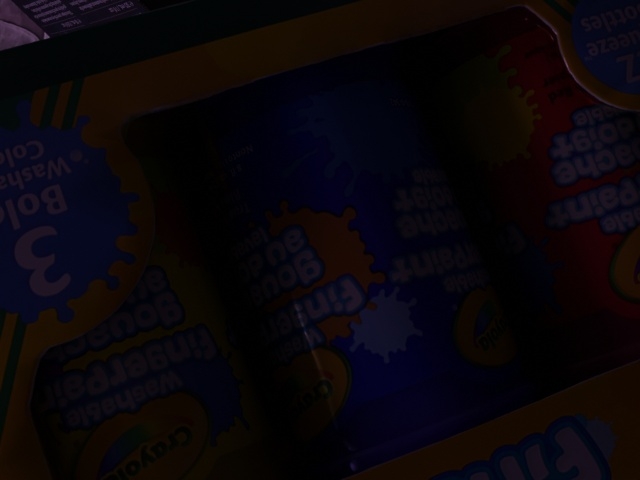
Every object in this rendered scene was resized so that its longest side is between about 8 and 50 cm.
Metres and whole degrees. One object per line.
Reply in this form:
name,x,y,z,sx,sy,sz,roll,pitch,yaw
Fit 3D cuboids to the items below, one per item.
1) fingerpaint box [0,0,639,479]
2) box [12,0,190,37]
fingerpaint box,0.033,0.047,0.553,0.163,0.445,0.371,127,123,-73
box,-0.180,-0.278,1.120,0.312,0.179,0.343,47,163,-26
